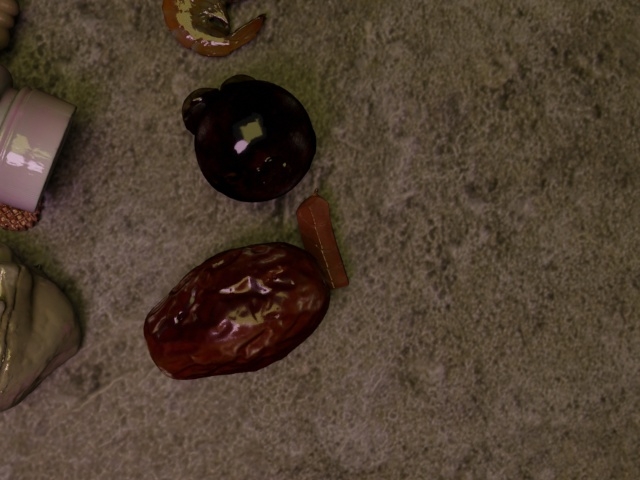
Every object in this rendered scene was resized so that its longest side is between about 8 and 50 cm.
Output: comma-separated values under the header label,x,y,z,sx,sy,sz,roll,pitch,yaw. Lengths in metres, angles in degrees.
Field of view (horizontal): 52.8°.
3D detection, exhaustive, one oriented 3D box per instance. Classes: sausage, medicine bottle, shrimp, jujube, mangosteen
label,x,y,z,sx,sy,sz,roll,pitch,yaw
sausage,-0.001,0.000,1.077,0.065,0.065,0.169,-16,88,-4
medicine bottle,-0.575,-0.188,0.934,0.379,0.213,0.213,22,87,-21
shrimp,-0.144,-0.404,1.087,0.249,0.068,0.150,-24,102,1
jujube,-0.126,0.113,1.007,0.290,0.197,0.197,-26,90,2
mangosteen,-0.107,-0.160,1.019,0.210,0.210,0.209,0,88,-3

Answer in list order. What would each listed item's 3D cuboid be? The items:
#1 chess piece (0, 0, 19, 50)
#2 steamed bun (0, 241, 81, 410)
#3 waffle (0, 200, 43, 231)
label,x,y,z,sx,sy,sz,roll,pitch,yaw
chess piece,-0.555,-0.393,1.042,0.139,0.124,0.307,18,91,-33
steamed bun,-0.549,0.139,0.972,0.320,0.206,0.275,-8,90,0
waffle,-0.501,-0.053,1.067,0.083,0.029,0.075,2,88,-6
